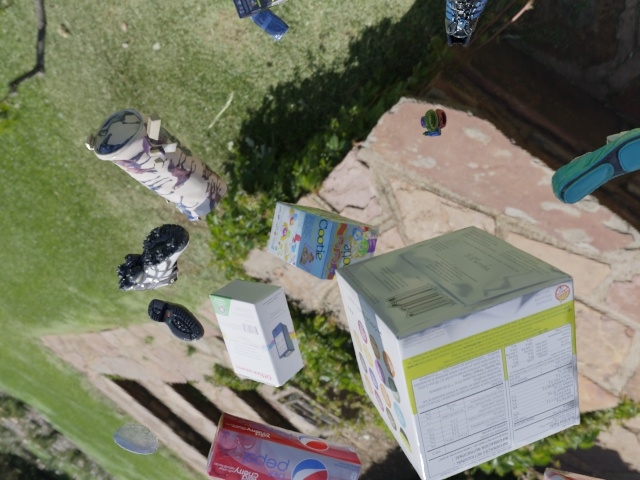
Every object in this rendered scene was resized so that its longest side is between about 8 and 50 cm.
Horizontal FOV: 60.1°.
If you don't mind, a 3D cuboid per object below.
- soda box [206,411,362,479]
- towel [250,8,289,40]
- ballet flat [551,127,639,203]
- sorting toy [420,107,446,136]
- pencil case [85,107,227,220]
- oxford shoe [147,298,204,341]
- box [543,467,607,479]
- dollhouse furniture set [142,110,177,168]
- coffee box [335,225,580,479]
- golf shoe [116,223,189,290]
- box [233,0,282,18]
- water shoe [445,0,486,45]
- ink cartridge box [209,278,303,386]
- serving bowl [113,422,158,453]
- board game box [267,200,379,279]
[{"bbox_3d":[-0.066,0.396,0.996,0.264,0.092,0.083,17,180,-8],"label":"soda box"},{"bbox_3d":[-0.162,-0.691,1.757,0.119,0.029,0.067,34,135,-18],"label":"towel"},{"bbox_3d":[0.566,-0.164,1.086,0.247,0.087,0.083,-31,128,12],"label":"ballet flat"},{"bbox_3d":[0.247,-0.264,1.248,0.042,0.102,0.061,0,103,38],"label":"sorting toy"},{"bbox_3d":[-0.446,-0.205,1.553,0.184,0.159,0.410,-26,149,14],"label":"pencil case"},{"bbox_3d":[-0.392,0.223,1.585,0.227,0.082,0.096,24,-175,40],"label":"oxford shoe"},{"bbox_3d":[0.393,0.362,0.590,0.300,0.142,0.154,17,173,-16],"label":"box"},{"bbox_3d":[-0.371,-0.247,1.341,0.091,0.081,0.114,54,140,28],"label":"dollhouse furniture set"},{"bbox_3d":[0.268,0.209,1.129,0.337,0.339,0.334,-132,26,-66],"label":"coffee box"},{"bbox_3d":[-0.292,0.035,1.032,0.198,0.077,0.094,-31,145,32],"label":"golf shoe"},{"bbox_3d":[-0.183,-0.790,1.547,0.216,0.060,0.269,-6,115,36],"label":"box"},{"bbox_3d":[0.249,-0.389,0.939,0.073,0.080,0.203,3,-178,12],"label":"water shoe"},{"bbox_3d":[-0.142,0.204,1.240,0.154,0.093,0.212,4,115,41],"label":"ink cartridge box"},{"bbox_3d":[-0.335,0.359,1.017,0.083,0.027,0.083,22,179,1],"label":"serving bowl"},{"bbox_3d":[0.000,0.000,1.410,0.142,0.144,0.275,7,-171,-34],"label":"board game box"}]
